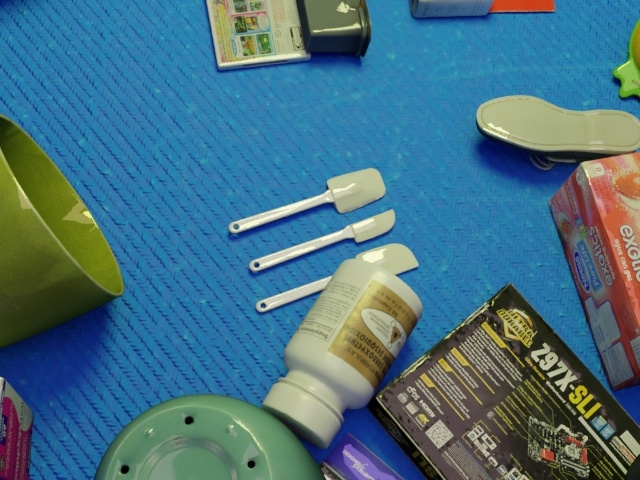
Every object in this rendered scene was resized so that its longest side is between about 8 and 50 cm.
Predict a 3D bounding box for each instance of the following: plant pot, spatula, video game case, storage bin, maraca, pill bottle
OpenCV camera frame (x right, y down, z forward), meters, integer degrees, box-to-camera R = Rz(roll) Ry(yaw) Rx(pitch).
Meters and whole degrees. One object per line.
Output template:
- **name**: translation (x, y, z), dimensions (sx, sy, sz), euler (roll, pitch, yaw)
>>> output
- **plant pot**: translation (-0.132, 0.310, 1.164), dimensions (0.293, 0.235, 0.293), euler (-1, 64, 3)
- **plant pot**: translation (-0.446, 0.035, 1.261), dimensions (0.293, 0.275, 0.275), euler (-33, 77, 1)
- **spatula**: translation (0.000, 0.000, 1.436), dimensions (0.242, 0.019, 0.168), euler (-19, 79, -12)
- **video game case**: translation (-0.098, -0.340, 1.541), dimensions (0.143, 0.019, 0.157), euler (-8, 73, -9)
- **storage bin**: translation (0.017, -0.347, 1.512), dimensions (0.091, 0.098, 0.135), euler (-8, 73, -12)
- **maraca**: translation (0.537, -0.291, 1.563), dimensions (0.127, 0.099, 0.186), euler (33, 96, 7)
- **pill bottle**: translation (0.026, 0.150, 1.323), dimensions (0.131, 0.131, 0.229), euler (32, 70, 5)

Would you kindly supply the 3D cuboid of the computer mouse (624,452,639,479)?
- **computer mouse**: translation (0.440, 0.355, 1.283), dimensions (0.188, 0.072, 0.272), euler (-27, 118, -17)

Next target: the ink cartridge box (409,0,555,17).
- **ink cartridge box**: translation (0.249, -0.492, 1.616), dimensions (0.239, 0.060, 0.275), euler (-4, 71, -7)

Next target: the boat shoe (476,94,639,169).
- **boat shoe**: translation (0.349, -0.159, 1.499), dimensions (0.254, 0.079, 0.095), euler (1, 68, -9)

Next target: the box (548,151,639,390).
- **box**: translation (0.447, 0.041, 1.403), dimensions (0.142, 0.154, 0.300), euler (-11, 71, -11)

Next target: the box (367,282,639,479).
- **box**: translation (0.261, 0.258, 1.343), dimensions (0.257, 0.079, 0.322), euler (-38, 79, -19)

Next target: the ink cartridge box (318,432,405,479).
- **ink cartridge box**: translation (0.051, 0.386, 1.289), dimensions (0.206, 0.045, 0.208), euler (38, 70, 8)

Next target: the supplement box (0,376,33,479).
- **supplement box**: translation (-0.415, 0.237, 1.193), dimensions (0.114, 0.220, 0.111), euler (1, 71, -8)
